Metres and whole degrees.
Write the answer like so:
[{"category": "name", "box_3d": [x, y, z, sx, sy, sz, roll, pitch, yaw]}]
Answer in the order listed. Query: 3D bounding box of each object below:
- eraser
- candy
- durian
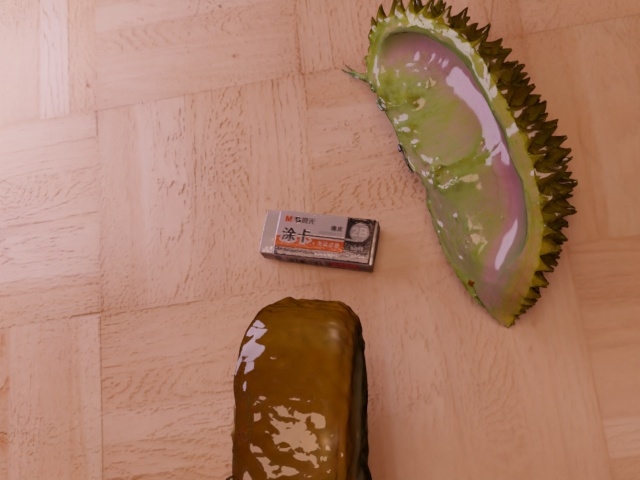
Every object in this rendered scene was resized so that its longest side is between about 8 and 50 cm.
[{"category": "eraser", "box_3d": [0.000, 0.000, 1.000, 0.122, 0.029, 0.052, 7, 72, 12]}, {"category": "candy", "box_3d": [-0.013, 0.176, 0.823, 0.118, 0.260, 0.259, -1, 71, 5]}, {"category": "durian", "box_3d": [0.146, -0.105, 0.947, 0.169, 0.157, 0.355, -34, 67, 16]}]
